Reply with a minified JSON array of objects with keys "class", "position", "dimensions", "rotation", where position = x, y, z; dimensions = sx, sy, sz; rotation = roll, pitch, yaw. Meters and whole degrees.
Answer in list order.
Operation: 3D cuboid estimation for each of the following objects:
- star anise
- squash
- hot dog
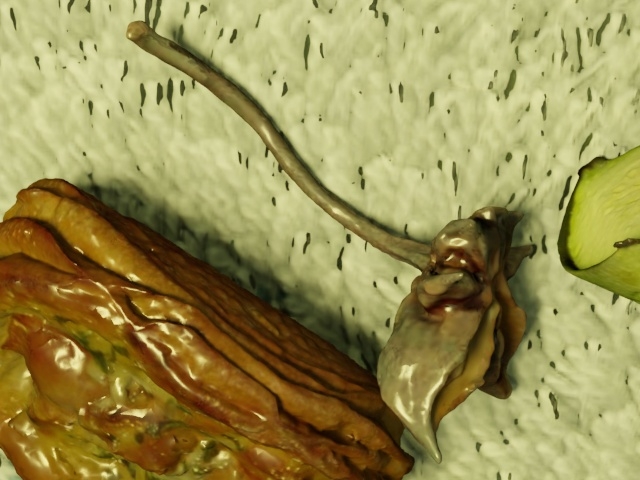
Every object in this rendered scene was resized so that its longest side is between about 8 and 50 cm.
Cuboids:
[{"class":"star anise","position":[0.000,0.000,0.661],"dimensions":[0.227,0.148,0.218],"rotation":[22,146,27]},{"class":"squash","position":[0.280,0.023,0.619],"dimensions":[0.288,0.137,0.137],"rotation":[27,108,-6]},{"class":"hot dog","position":[-0.080,0.086,0.672],"dimensions":[0.272,0.122,0.196],"rotation":[36,134,-6]}]
